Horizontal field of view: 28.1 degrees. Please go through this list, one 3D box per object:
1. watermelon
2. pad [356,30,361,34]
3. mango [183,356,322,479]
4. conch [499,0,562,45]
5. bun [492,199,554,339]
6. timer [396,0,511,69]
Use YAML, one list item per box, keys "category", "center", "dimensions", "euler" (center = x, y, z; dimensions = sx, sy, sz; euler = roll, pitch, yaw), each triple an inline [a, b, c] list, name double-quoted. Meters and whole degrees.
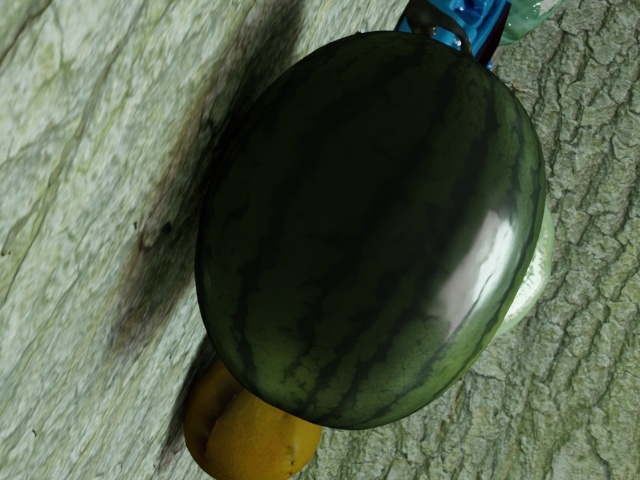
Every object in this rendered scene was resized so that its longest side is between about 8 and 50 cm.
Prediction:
- category: "watermelon"
  center: [0.045, -0.021, 1.075]
  dimensions: [0.359, 0.279, 0.279]
  euler: [-62, 172, 0]
- category: "pad"
  center: [-0.016, -0.097, 1.438]
  dimensions: [0.267, 0.004, 0.181]
  euler: [-62, 172, -19]
- category: "mango"
  center: [-0.067, 0.186, 1.438]
  dimensions: [0.166, 0.136, 0.236]
  euler: [-5, 138, -36]
- category: "conch"
  center: [0.300, -0.405, 2.018]
  dimensions: [0.277, 0.195, 0.220]
  euler: [72, 27, -45]
- category: "bun"
  center: [0.172, 0.003, 1.743]
  dimensions: [0.283, 0.283, 0.179]
  euler: [-64, -164, -7]
- category: "timer"
  center: [0.174, -0.259, 1.801]
  dimensions: [0.340, 0.115, 0.309]
  euler: [-59, 168, -30]
